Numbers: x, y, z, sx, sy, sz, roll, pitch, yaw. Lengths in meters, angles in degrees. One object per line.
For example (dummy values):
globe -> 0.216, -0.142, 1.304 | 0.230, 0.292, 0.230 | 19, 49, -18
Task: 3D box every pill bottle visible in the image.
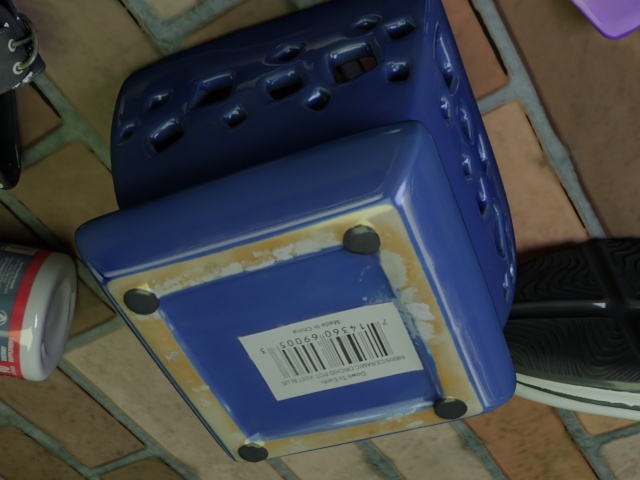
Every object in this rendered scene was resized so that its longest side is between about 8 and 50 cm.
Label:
pill bottle -> -0.302, 0.048, 0.626 | 0.180, 0.108, 0.108 | 10, 128, -3

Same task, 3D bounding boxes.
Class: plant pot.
plant pot -> 0.000, 0.000, 0.501 | 0.235, 0.212, 0.236 | -15, 124, 16

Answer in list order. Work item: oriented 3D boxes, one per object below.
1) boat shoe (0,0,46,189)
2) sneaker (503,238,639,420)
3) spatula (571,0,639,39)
boat shoe -> -0.222, -0.120, 0.510 | 0.076, 0.080, 0.229 | 13, 129, -14
sneaker -> 0.337, 0.146, 0.617 | 0.447, 0.169, 0.258 | 1, 126, 0
spatula -> 0.253, -0.117, 0.505 | 0.084, 0.030, 0.296 | -39, 116, 22
